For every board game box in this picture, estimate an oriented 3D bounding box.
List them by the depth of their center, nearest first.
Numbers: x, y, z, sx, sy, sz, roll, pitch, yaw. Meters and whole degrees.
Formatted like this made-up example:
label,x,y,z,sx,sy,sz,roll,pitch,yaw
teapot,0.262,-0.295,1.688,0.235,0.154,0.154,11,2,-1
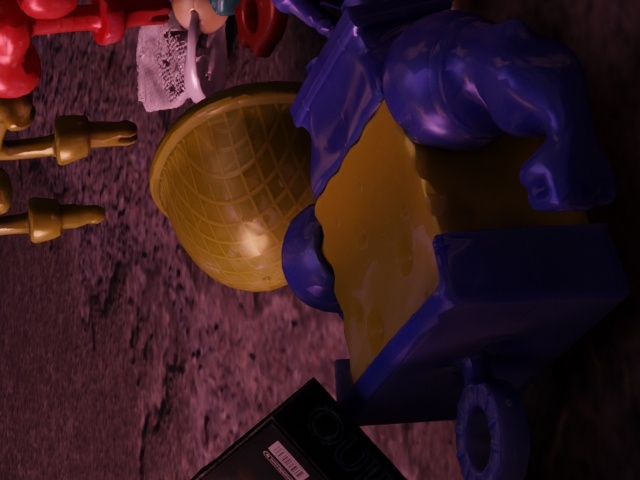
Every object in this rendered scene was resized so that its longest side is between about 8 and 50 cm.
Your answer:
label,x,y,z,sx,sy,sz,roll,pitch,yaw
board game box,0.030,0.142,0.607,0.186,0.026,0.126,48,149,2

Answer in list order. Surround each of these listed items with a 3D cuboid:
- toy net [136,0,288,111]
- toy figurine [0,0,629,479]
label,x,y,z,sx,sy,sz,roll,pitch,yaw
toy net,-0.037,-0.119,0.819,0.232,0.045,0.122,123,135,-55
toy figurine,0.000,0.000,0.594,0.362,0.191,0.217,-55,50,55
